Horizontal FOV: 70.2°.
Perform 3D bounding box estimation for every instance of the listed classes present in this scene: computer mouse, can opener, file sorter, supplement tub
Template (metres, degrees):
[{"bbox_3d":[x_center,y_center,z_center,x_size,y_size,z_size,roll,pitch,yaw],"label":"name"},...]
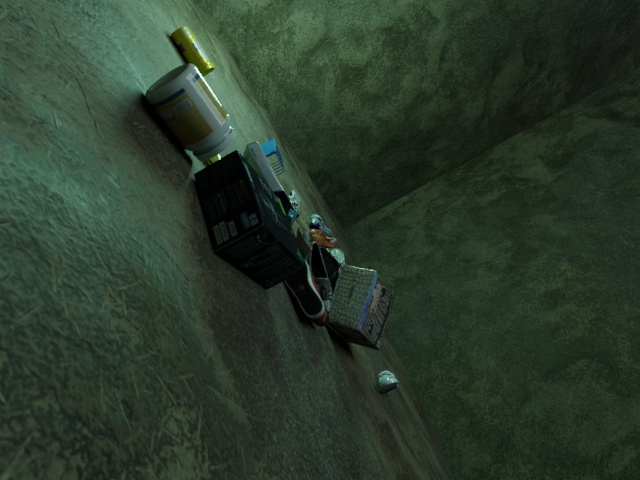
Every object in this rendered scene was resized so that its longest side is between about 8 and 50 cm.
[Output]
[{"bbox_3d":[-0.137,-0.190,2.275,0.106,0.042,0.193,54,16,-21],"label":"computer mouse"},{"bbox_3d":[-0.067,0.027,1.809,0.095,0.075,0.283,59,7,-26],"label":"can opener"},{"bbox_3d":[-0.224,-0.343,1.946,0.105,0.118,0.170,60,7,-29],"label":"file sorter"},{"bbox_3d":[-0.314,-0.313,1.125,0.200,0.144,0.144,57,9,-35],"label":"supplement tub"}]

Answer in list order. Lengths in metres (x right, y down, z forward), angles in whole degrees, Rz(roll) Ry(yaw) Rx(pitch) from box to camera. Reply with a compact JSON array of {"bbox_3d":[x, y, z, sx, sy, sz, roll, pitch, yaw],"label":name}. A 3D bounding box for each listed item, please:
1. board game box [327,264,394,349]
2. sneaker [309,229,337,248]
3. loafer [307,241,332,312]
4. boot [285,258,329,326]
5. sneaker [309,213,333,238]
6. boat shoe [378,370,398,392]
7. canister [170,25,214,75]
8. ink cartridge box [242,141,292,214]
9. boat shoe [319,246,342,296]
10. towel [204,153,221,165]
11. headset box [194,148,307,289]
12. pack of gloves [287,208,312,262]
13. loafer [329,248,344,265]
[{"bbox_3d":[0.159,0.265,1.771,0.291,0.141,0.232,50,55,-55],"label":"board game box"},{"bbox_3d":[0.000,0.000,1.908,0.175,0.067,0.064,31,67,-50],"label":"sneaker"},{"bbox_3d":[-0.014,0.129,1.600,0.096,0.084,0.268,2,58,-37],"label":"loafer"},{"bbox_3d":[-0.049,0.159,1.473,0.244,0.088,0.176,63,-1,24],"label":"boot"},{"bbox_3d":[-0.004,-0.042,2.573,0.224,0.083,0.098,53,34,-36],"label":"sneaker"},{"bbox_3d":[0.290,0.626,2.030,0.084,0.095,0.258,60,-4,24],"label":"boat shoe"},{"bbox_3d":[-0.482,-0.713,1.727,0.170,0.073,0.126,58,8,-17],"label":"canister"},{"bbox_3d":[-0.182,-0.155,1.415,0.224,0.045,0.223,60,-25,9],"label":"ink cartridge box"},{"bbox_3d":[0.044,0.144,1.937,0.340,0.127,0.113,62,8,15],"label":"boat shoe"},{"bbox_3d":[-0.332,-0.285,1.374,0.102,0.021,0.237,55,10,-47],"label":"towel"},{"bbox_3d":[-0.168,-0.040,1.161,0.283,0.131,0.246,51,13,-57],"label":"headset box"},{"bbox_3d":[-0.076,-0.024,1.473,0.195,0.046,0.232,57,-17,12],"label":"pack of gloves"},{"bbox_3d":[0.092,0.151,2.450,0.087,0.094,0.251,90,-7,-49],"label":"loafer"}]
